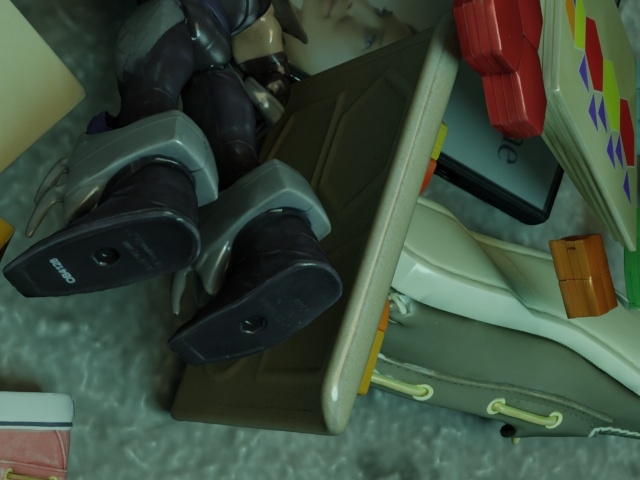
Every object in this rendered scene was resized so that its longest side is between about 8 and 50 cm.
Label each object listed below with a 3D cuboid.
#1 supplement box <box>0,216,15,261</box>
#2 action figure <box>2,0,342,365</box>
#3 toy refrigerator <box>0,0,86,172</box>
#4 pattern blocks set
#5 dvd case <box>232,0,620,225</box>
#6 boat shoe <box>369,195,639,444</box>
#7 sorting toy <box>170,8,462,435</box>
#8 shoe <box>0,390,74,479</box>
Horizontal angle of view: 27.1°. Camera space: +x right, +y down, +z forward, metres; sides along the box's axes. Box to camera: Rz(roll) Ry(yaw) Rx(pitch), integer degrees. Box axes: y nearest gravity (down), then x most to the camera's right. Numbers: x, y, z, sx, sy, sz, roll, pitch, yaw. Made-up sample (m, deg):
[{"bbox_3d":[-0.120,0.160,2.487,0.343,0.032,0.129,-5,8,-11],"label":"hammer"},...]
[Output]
[{"bbox_3d":[-0.231,-0.011,0.537,0.188,0.104,0.081,36,49,-1],"label":"supplement box"},{"bbox_3d":[-0.065,-0.085,0.607,0.185,0.099,0.285,42,30,-38],"label":"action figure"},{"bbox_3d":[-0.242,-0.129,0.590,0.269,0.094,0.102,50,58,-16],"label":"toy refrigerator"},{"bbox_3d":[0.138,-0.094,0.709,0.325,0.026,0.285,56,36,-46],"label":"pattern blocks set"},{"bbox_3d":[0.063,-0.142,0.791,0.253,0.022,0.180,27,73,-24],"label":"dvd case"},{"bbox_3d":[0.110,0.061,0.759,0.305,0.109,0.091,23,115,-36],"label":"boat shoe"},{"bbox_3d":[0.000,0.000,0.638,0.038,0.208,0.193,23,75,-20],"label":"sorting toy"},{"bbox_3d":[-0.198,0.109,0.605,0.178,0.063,0.081,5,80,-31],"label":"shoe"}]
